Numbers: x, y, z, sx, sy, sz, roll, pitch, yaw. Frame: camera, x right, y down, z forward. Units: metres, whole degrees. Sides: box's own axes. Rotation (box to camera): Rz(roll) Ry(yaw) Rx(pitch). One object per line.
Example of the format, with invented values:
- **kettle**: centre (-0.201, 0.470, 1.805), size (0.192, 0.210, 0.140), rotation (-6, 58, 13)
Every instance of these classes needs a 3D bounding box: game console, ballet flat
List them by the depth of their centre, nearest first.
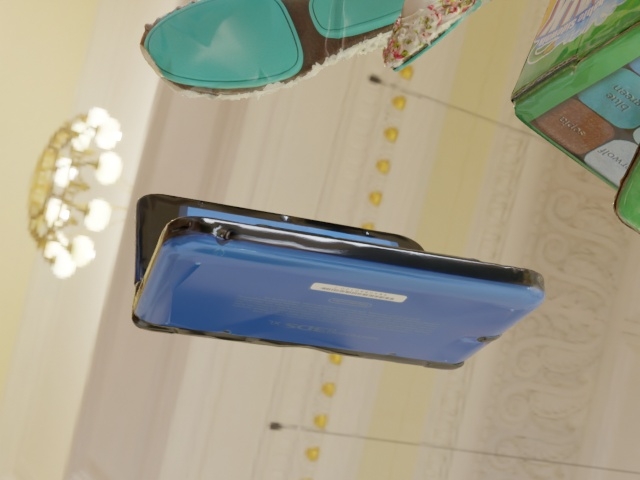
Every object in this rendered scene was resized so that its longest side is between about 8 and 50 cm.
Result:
- **game console**: centre (0.000, 0.000, 0.822), size (0.250, 0.293, 0.173), rotation (126, -32, -58)
- **ballet flat**: centre (0.154, -0.283, 1.076), size (0.241, 0.077, 0.091), rotation (-35, -164, 10)
- **ballet flat**: centre (-0.026, -0.264, 1.276), size (0.147, 0.409, 0.147), rotation (164, -90, -81)

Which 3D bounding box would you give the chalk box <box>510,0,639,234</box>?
- **chalk box**: centre (0.240, -0.114, 0.525), size (0.179, 0.180, 0.289), rotation (-32, -151, 60)
